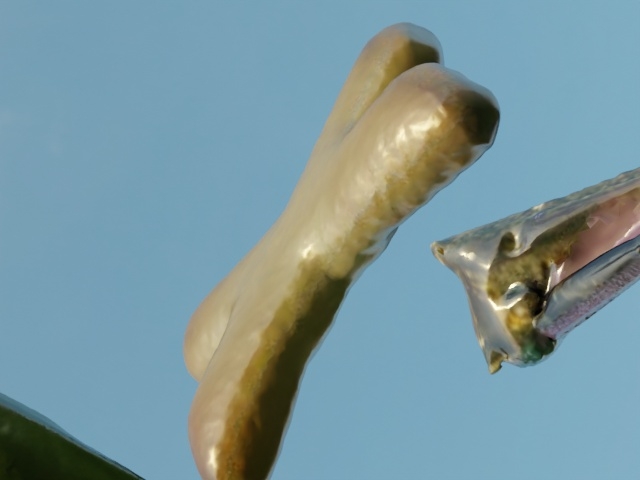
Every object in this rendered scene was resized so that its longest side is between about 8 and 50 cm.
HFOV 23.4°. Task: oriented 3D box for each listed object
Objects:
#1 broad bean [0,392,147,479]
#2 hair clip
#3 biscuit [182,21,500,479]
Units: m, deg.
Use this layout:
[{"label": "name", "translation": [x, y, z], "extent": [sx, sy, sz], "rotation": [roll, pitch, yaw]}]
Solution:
[{"label": "broad bean", "translation": [-0.163, 0.046, 0.483], "extent": [0.297, 0.043, 0.060], "rotation": [30, -61, -17]}, {"label": "hair clip", "translation": [0.200, -0.044, 0.812], "extent": [0.110, 0.358, 0.096], "rotation": [9, -129, -51]}, {"label": "biscuit", "translation": [0.000, 0.000, 0.707], "extent": [0.047, 0.164, 0.208], "rotation": [30, -78, -13]}]
